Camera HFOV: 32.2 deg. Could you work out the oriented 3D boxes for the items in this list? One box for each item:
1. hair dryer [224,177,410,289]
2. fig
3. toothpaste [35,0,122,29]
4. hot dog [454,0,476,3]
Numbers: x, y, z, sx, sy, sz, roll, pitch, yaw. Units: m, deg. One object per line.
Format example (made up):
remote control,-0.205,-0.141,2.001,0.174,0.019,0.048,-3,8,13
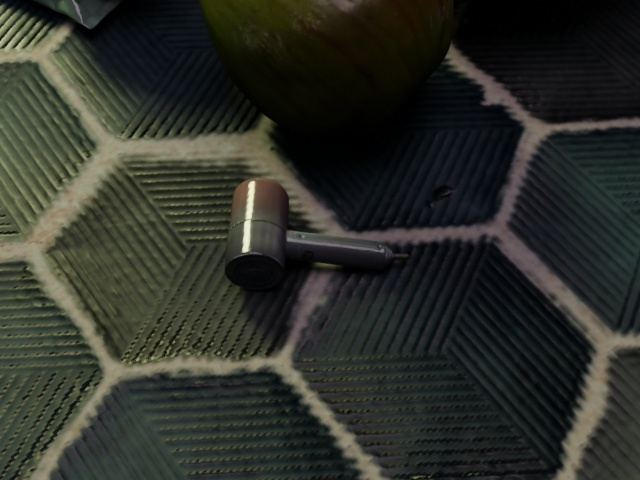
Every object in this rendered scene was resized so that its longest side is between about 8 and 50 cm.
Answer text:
hair dryer,0.000,0.000,0.685,0.114,0.037,0.063,8,52,-5
fig,-0.033,-0.179,0.702,0.259,0.151,0.151,42,56,-15
toothpaste,-0.275,-0.240,0.851,0.296,0.048,0.075,26,55,14
hot dog,0.160,-0.277,0.798,0.272,0.122,0.196,-29,38,5
